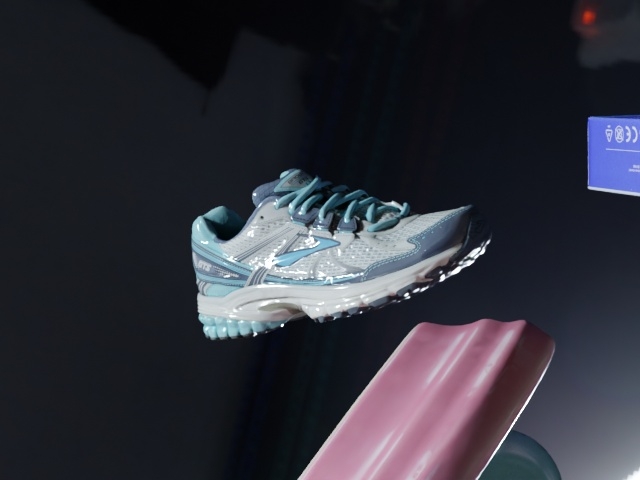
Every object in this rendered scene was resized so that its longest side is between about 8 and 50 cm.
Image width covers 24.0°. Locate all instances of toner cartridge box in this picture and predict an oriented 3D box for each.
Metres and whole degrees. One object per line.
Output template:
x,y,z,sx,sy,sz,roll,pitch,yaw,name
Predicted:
0.388,-0.073,1.323,0.165,0.075,0.348,-3,6,-17,toner cartridge box

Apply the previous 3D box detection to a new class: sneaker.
0.000,0.000,1.194,0.283,0.122,0.110,-15,3,35,sneaker

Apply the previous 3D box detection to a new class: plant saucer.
0.023,0.176,0.974,0.084,0.332,0.332,37,-9,7,plant saucer
0.134,0.203,1.147,0.119,0.119,0.021,17,0,-15,plant saucer
